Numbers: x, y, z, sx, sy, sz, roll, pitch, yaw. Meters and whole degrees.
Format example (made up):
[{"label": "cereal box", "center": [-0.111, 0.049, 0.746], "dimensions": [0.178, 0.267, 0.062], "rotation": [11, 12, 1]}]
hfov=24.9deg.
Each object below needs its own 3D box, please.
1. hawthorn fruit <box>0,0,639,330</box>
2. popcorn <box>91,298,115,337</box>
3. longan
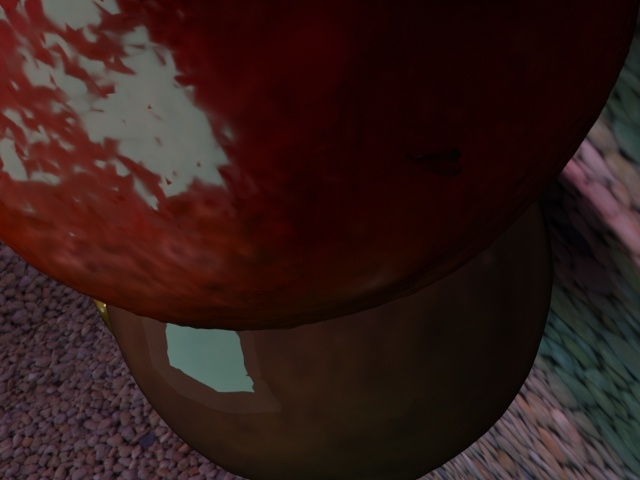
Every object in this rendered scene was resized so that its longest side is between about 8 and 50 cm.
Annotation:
[{"label": "hawthorn fruit", "center": [-0.026, -0.111, 0.527], "dimensions": [0.295, 0.295, 0.311], "rotation": [51, 168, 14]}, {"label": "popcorn", "center": [-0.114, 0.029, 1.441], "dimensions": [0.276, 0.225, 0.276], "rotation": [50, 173, 8]}, {"label": "longan", "center": [0.000, 0.000, 0.858], "dimensions": [0.300, 0.300, 0.243], "rotation": [54, -146, -3]}]
